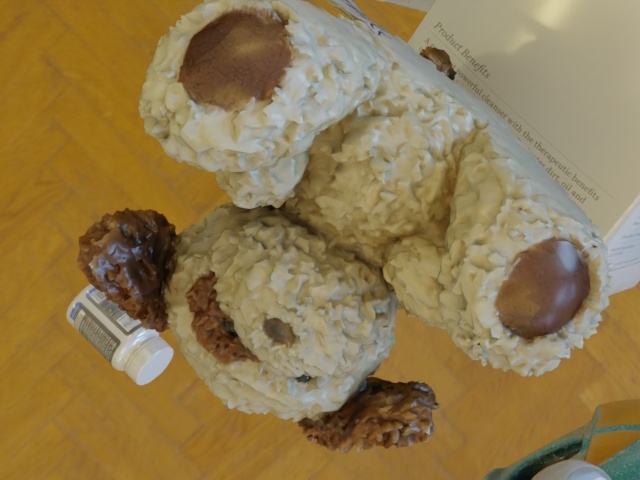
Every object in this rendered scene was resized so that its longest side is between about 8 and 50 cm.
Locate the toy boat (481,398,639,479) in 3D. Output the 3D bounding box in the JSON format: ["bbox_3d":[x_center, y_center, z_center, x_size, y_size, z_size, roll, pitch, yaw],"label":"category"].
[{"bbox_3d":[0.216,0.201,0.931,0.267,0.318,0.148,-30,90,13],"label":"toy boat"}]

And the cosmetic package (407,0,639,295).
[{"bbox_3d":[0.208,-0.150,0.748,0.197,0.155,0.365,49,121,22],"label":"cosmetic package"}]

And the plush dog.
[{"bbox_3d":[0.000,0.000,0.681,0.262,0.210,0.225,35,109,-8],"label":"plush dog"}]

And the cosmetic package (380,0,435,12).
[{"bbox_3d":[0.261,-0.369,1.266,0.284,0.097,0.377,23,59,32],"label":"cosmetic package"}]

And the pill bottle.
[{"bbox_3d":[-0.263,0.122,1.597,0.137,0.078,0.078,42,104,19],"label":"pill bottle"}]
